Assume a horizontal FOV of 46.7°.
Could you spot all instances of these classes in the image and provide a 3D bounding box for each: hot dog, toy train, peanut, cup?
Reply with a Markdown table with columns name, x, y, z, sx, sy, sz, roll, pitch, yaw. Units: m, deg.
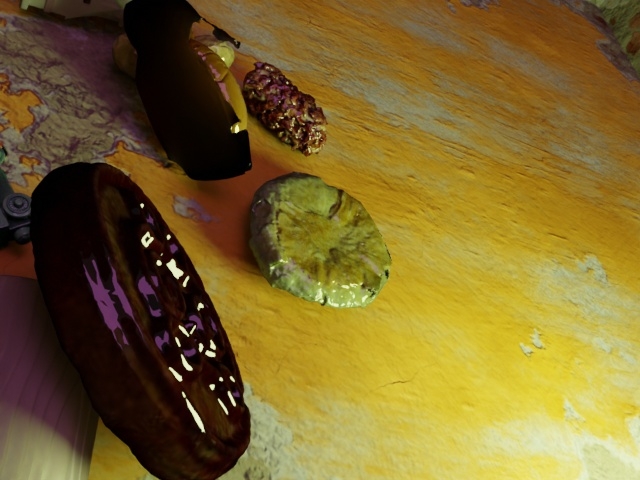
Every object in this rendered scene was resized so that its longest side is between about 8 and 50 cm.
| name | x | y | z | sx | sy | sz | roll | pitch | yaw |
| --- | --- | --- | --- | --- | --- | --- | --- | --- | --- |
| hot dog | -0.208 | -0.262 | 1.282 | 0.107 | 0.194 | 0.326 | -28 | 108 | -79 |
| toy train | -0.457 | -0.061 | 1.011 | 0.099 | 0.070 | 0.172 | -23 | 69 | -35 |
| peanut | -0.270 | -0.341 | 1.373 | 0.229 | 0.098 | 0.103 | -3 | 12 | -35 |
| cup | -0.359 | 0.182 | 0.741 | 0.288 | 0.208 | 0.273 | 34 | 37 | -31 |

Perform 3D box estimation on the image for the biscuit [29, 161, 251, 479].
| name | x | y | z | sx | sy | sz | roll | pitch | yaw |
| --- | --- | --- | --- | --- | --- | --- | --- | --- | --- |
| biscuit | -0.191 | 0.087 | 0.878 | 0.408 | 0.091 | 0.407 | 62 | 2 | -5 |

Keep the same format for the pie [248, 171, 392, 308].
| name | x | y | z | sx | sy | sz | roll | pitch | yaw |
| --- | --- | --- | --- | --- | --- | --- | --- | --- | --- |
| pie | 0.000 | 0.000 | 1.297 | 0.306 | 0.071 | 0.306 | 22 | 45 | -24 |

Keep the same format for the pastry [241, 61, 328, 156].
| name | x | y | z | sx | sy | sz | roll | pitch | yaw |
| --- | --- | --- | --- | --- | --- | --- | --- | --- | --- |
| pastry | -0.069 | -0.259 | 1.464 | 0.208 | 0.097 | 0.115 | 44 | 51 | 2 |

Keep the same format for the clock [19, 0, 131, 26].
| name | x | y | z | sx | sy | sz | roll | pitch | yaw |
| --- | --- | --- | --- | --- | --- | --- | --- | --- | --- |
| clock | -0.389 | -0.517 | 1.395 | 0.309 | 0.166 | 0.235 | 10 | 49 | -32 |
